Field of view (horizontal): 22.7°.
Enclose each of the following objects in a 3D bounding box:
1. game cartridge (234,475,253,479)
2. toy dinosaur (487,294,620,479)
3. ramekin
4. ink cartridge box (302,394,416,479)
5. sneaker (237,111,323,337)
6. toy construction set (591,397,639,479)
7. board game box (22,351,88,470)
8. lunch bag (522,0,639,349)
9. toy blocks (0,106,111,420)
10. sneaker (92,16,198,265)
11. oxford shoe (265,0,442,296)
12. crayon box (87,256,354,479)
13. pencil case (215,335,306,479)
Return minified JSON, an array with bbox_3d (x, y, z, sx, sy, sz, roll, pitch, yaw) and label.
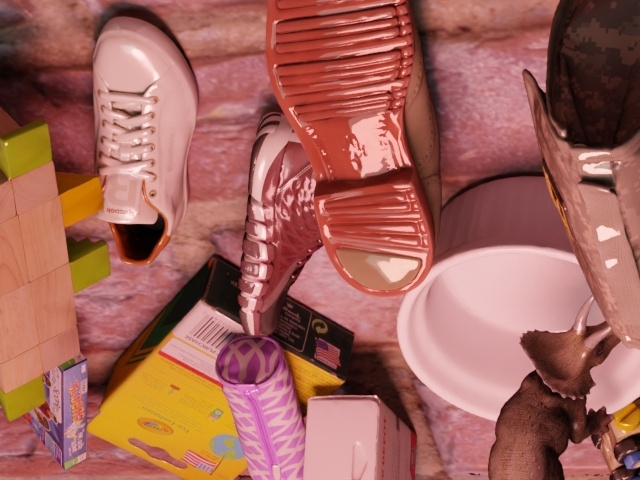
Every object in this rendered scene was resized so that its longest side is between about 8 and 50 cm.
[{"bbox_3d":[-0.055,0.458,2.221,0.230,0.068,0.355,6,135,14],"label":"game cartridge"},{"bbox_3d":[0.215,0.208,1.605,0.121,0.314,0.160,18,167,34],"label":"toy dinosaur"},{"bbox_3d":[0.226,0.061,1.695,0.277,0.135,0.277,7,135,7],"label":"ramekin"},{"bbox_3d":[0.048,0.283,1.889,0.092,0.159,0.218,-1,161,14],"label":"ink cartridge box"},{"bbox_3d":[0.000,0.000,1.703,0.162,0.106,0.281,7,129,1],"label":"sneaker"},{"bbox_3d":[0.424,0.206,1.798,0.215,0.151,0.328,-19,139,-2],"label":"toy construction set"},{"bbox_3d":[-0.339,0.174,1.966,0.136,0.035,0.201,45,146,28],"label":"board game box"},{"bbox_3d":[0.269,-0.083,1.315,0.168,0.287,0.235,5,138,29],"label":"lunch bag"},{"bbox_3d":[-0.377,-0.029,1.697,0.261,0.190,0.381,42,148,34],"label":"toy blocks"},{"bbox_3d":[-0.186,-0.091,1.658,0.105,0.123,0.290,6,134,11],"label":"sneaker"},{"bbox_3d":[0.040,-0.151,1.540,0.140,0.146,0.397,0,115,17],"label":"oxford shoe"},{"bbox_3d":[-0.130,0.173,1.935,0.202,0.081,0.318,31,133,-17],"label":"crayon box"},{"bbox_3d":[-0.064,0.202,1.828,0.086,0.088,0.206,-1,133,16],"label":"pencil case"}]
